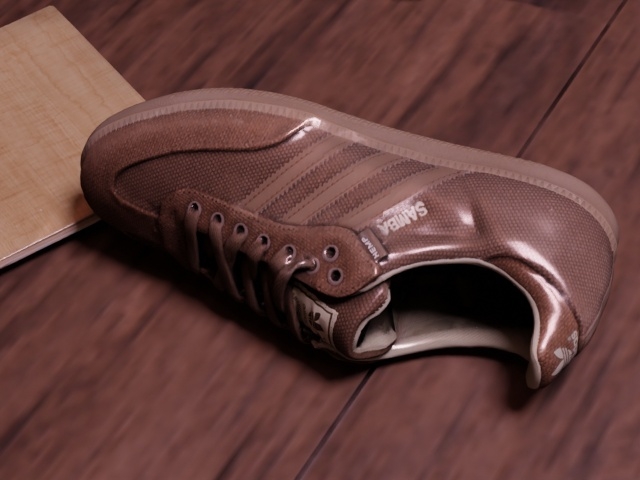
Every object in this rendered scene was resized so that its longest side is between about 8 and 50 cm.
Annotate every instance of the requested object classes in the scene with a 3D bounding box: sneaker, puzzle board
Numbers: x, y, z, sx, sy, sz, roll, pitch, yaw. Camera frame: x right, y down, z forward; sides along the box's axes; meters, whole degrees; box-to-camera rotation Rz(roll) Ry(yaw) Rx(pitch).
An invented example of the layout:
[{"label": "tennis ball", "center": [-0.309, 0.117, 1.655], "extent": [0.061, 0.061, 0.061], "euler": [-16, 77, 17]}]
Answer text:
[{"label": "sneaker", "center": [0.000, 0.000, 0.515], "extent": [0.188, 0.066, 0.071], "euler": [8, 47, 15]}, {"label": "puzzle board", "center": [-0.118, -0.041, 0.611], "extent": [0.096, 0.011, 0.128], "euler": [-28, 47, -19]}]
